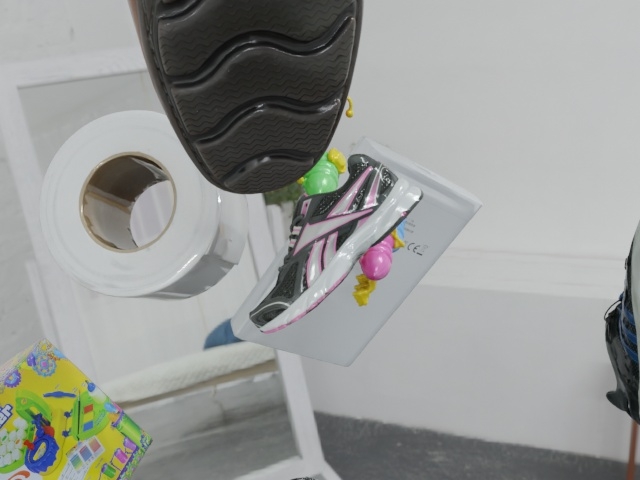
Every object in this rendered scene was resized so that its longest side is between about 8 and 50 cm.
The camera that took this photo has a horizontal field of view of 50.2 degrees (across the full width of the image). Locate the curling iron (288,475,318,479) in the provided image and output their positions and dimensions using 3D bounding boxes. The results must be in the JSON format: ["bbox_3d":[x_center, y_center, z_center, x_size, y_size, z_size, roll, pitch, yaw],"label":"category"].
[{"bbox_3d":[-0.051,0.480,1.074,0.068,0.274,0.035,10,21,-12],"label":"curling iron"}]

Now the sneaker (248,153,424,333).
[{"bbox_3d":[0.000,0.000,0.583,0.178,0.077,0.072,-45,-6,-4],"label":"sneaker"}]

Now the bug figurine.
[{"bbox_3d":[0.037,-0.056,0.813,0.072,0.279,0.216,-22,29,22],"label":"bug figurine"}]

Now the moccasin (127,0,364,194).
[{"bbox_3d":[-0.070,-0.203,0.374,0.139,0.380,0.147,-22,32,-8],"label":"moccasin"}]

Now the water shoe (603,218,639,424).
[{"bbox_3d":[0.270,0.063,0.576,0.073,0.203,0.080,-8,11,-21],"label":"water shoe"}]

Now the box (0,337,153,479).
[{"bbox_3d":[-0.490,0.376,1.144,0.177,0.279,0.290,-29,19,31],"label":"box"}]

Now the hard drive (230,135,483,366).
[{"bbox_3d":[0.053,0.035,1.031,0.233,0.353,0.047,22,25,-34],"label":"hard drive"}]

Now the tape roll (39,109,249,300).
[{"bbox_3d":[-0.235,-0.039,0.946,0.246,0.246,0.169,-4,-8,7],"label":"tape roll"}]
